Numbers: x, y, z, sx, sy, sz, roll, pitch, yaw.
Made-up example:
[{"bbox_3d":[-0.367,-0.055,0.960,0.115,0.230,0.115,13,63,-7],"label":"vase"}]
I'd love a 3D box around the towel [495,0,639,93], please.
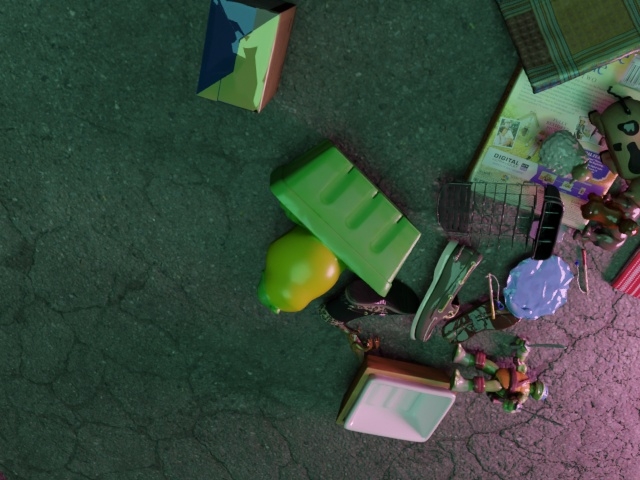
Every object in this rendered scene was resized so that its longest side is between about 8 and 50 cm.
[{"bbox_3d":[0.539,-0.470,1.042,0.370,0.040,0.272,-21,77,18],"label":"towel"}]

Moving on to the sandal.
[{"bbox_3d":[0.425,0.209,1.470,0.219,0.060,0.090,-27,96,8],"label":"sandal"}]

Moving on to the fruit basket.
[{"bbox_3d":[0.000,0.000,1.294,0.391,0.283,0.392,-1,107,-4],"label":"fruit basket"}]

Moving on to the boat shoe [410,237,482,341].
[{"bbox_3d":[0.317,0.145,1.420,0.091,0.109,0.305,26,116,18],"label":"boat shoe"}]

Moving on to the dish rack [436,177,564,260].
[{"bbox_3d":[0.405,-0.053,1.280,0.271,0.074,0.208,6,141,16],"label":"dish rack"}]

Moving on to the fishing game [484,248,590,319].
[{"bbox_3d":[0.553,0.117,1.413,0.263,0.041,0.189,-18,113,1],"label":"fishing game"}]

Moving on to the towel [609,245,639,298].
[{"bbox_3d":[0.894,0.086,1.365,0.274,0.031,0.199,21,120,-1],"label":"towel"}]

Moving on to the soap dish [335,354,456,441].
[{"bbox_3d":[0.212,0.444,1.563,0.290,0.118,0.229,14,120,-17],"label":"soap dish"}]

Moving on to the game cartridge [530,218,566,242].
[{"bbox_3d":[0.557,-0.026,1.360,0.083,0.017,0.056,9,122,3],"label":"game cartridge"}]

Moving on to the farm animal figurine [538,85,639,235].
[{"bbox_3d":[0.664,-0.159,1.112,0.330,0.172,0.327,-38,105,22],"label":"farm animal figurine"}]

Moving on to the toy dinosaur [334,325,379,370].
[{"bbox_3d":[0.110,0.306,1.577,0.112,0.064,0.212,-13,106,34],"label":"toy dinosaur"}]

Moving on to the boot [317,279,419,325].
[{"bbox_3d":[0.127,0.174,1.486,0.236,0.085,0.178,12,149,-30],"label":"boot"}]

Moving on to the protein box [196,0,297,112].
[{"bbox_3d":[-0.151,-0.401,1.155,0.135,0.201,0.200,17,118,-1],"label":"protein box"}]

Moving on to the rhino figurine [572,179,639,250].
[{"bbox_3d":[0.696,-0.081,1.281,0.106,0.073,0.243,21,117,1],"label":"rhino figurine"}]

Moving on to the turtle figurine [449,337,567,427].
[{"bbox_3d":[0.492,0.347,1.466,0.266,0.275,0.198,11,84,7],"label":"turtle figurine"}]

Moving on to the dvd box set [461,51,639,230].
[{"bbox_3d":[0.539,-0.255,1.218,0.307,0.062,0.421,18,118,-2],"label":"dvd box set"}]
